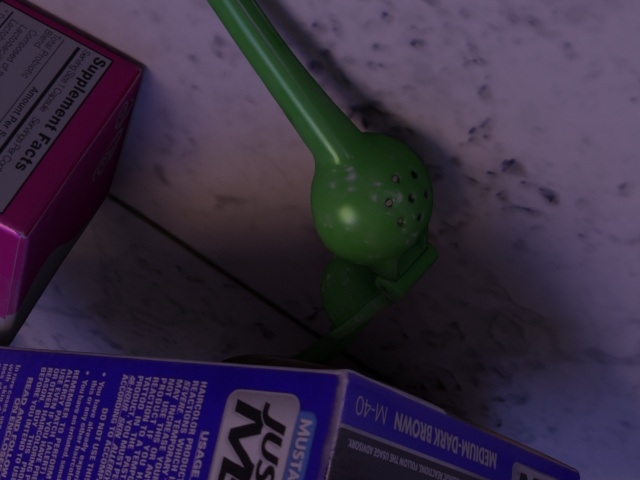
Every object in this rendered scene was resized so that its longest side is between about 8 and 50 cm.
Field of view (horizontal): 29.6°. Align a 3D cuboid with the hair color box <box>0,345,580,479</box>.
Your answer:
[{"bbox_3d":[-0.075,0.121,0.570,0.339,0.110,0.185,1,161,40],"label":"hair color box"}]

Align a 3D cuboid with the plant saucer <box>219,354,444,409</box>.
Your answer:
[{"bbox_3d":[0.007,0.097,0.657,0.168,0.029,0.168,14,160,5],"label":"plant saucer"}]

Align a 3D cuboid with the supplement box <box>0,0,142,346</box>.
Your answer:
[{"bbox_3d":[-0.209,-0.063,0.556,0.220,0.114,0.111,29,145,-2],"label":"supplement box"}]

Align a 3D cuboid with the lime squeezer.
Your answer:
[{"bbox_3d":[0.000,0.000,0.550,0.110,0.059,0.310,12,143,19],"label":"lime squeezer"}]
